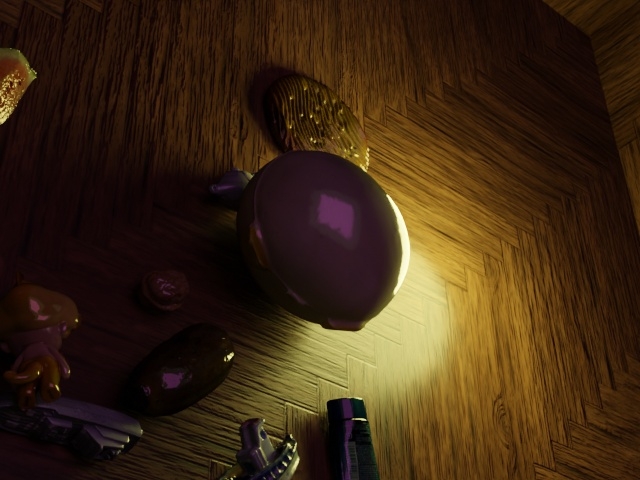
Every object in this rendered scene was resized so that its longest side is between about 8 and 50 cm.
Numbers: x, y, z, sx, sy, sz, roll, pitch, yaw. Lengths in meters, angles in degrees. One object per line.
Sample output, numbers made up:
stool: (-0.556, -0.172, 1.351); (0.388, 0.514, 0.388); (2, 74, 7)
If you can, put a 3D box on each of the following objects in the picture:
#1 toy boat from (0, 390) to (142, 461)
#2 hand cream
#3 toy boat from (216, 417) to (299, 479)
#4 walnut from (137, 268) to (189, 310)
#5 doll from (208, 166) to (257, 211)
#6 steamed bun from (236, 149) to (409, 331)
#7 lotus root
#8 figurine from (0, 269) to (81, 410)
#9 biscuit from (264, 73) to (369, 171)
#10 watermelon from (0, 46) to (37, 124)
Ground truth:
toy boat: (-0.398, 0.287, 1.611); (0.260, 0.078, 0.085); (23, 33, -36)
hand cream: (0.070, 0.440, 2.018); (0.120, 0.061, 0.270); (10, 60, -41)
toy boat: (-0.127, 0.392, 1.785); (0.115, 0.114, 0.262); (60, 40, -13)
walnut: (-0.284, 0.090, 1.883); (0.096, 0.079, 0.082); (-9, 68, -50)
doll: (-0.161, -0.101, 2.171); (0.227, 0.075, 0.102); (6, 67, -58)
steamed bun: (0.004, -0.002, 2.074); (0.374, 0.334, 0.334); (42, 39, -17)
lotus root: (-0.238, 0.225, 1.793); (0.123, 0.124, 0.241); (45, 36, 5)
figurine: (-0.444, 0.151, 1.606); (0.156, 0.131, 0.246); (-17, 42, -9)
biscuit: (-0.002, -0.264, 2.489); (0.318, 0.040, 0.318); (28, 45, -32)
watermelon: (-0.590, -0.272, 1.861); (0.119, 0.063, 0.245); (54, 34, -23)
